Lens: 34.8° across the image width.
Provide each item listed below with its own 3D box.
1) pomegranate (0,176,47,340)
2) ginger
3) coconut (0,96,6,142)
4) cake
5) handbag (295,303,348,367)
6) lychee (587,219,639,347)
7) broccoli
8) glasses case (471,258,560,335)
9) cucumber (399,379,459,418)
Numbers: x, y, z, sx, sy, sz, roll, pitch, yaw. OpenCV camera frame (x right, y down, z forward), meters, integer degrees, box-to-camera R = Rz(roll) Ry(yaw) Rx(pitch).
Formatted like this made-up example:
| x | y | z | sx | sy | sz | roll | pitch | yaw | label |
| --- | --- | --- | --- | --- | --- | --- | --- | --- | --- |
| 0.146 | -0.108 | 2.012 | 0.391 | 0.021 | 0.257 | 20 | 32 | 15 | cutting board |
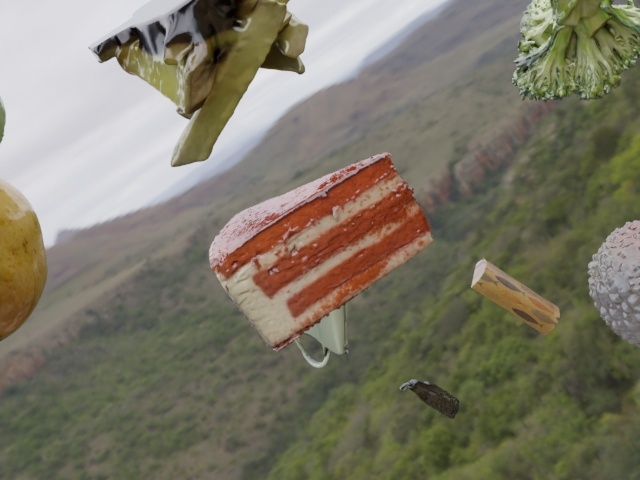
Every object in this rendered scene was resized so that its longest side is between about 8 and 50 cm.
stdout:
| x | y | z | sx | sy | sz | roll | pitch | yaw | label |
| --- | --- | --- | --- | --- | --- | --- | --- | --- | --- |
| -0.537 | 0.035 | 1.485 | 0.307 | 0.307 | 0.307 | -35 | 7 | 5 | pomegranate |
| -0.146 | -0.300 | 1.543 | 0.358 | 0.211 | 0.413 | -9 | 33 | 44 | ginger |
| -0.630 | -0.191 | 1.637 | 0.236 | 0.236 | 0.204 | -157 | 89 | -82 | coconut |
| 0.000 | 0.000 | 1.321 | 0.262 | 0.158 | 0.159 | -33 | 19 | 0 | cake |
| -0.033 | 0.137 | 2.186 | 0.109 | 0.315 | 0.241 | -16 | 26 | -41 | handbag |
| 0.395 | 0.049 | 1.161 | 0.165 | 0.165 | 0.197 | -31 | -23 | 33 | lychee |
| 0.414 | -0.395 | 1.593 | 0.252 | 0.221 | 0.361 | -34 | -27 | -23 | broccoli |
| 0.355 | 0.098 | 1.845 | 0.041 | 0.170 | 0.064 | -50 | 12 | 40 | glasses case |
| 0.185 | 0.262 | 1.738 | 0.039 | 0.163 | 0.043 | 8 | 69 | 43 | cucumber |
